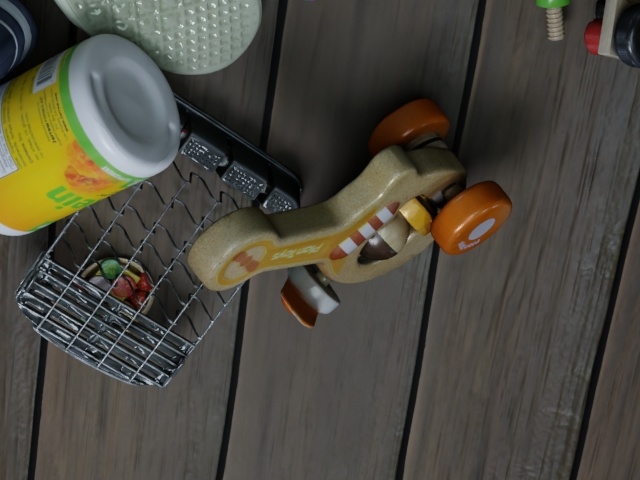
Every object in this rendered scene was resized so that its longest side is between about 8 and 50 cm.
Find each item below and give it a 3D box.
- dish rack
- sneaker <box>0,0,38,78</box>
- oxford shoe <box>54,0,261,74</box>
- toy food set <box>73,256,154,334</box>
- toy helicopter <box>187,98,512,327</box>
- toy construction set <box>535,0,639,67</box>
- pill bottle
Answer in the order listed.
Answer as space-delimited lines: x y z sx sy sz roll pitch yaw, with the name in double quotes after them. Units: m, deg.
-0.164 0.006 1.720 0.208 0.074 0.271 33 101 -19 "dish rack"
-0.397 -0.176 1.616 0.282 0.153 0.099 2 122 25 "sneaker"
-0.228 -0.304 1.559 0.449 0.130 0.169 32 104 -35 "oxford shoe"
-0.213 0.055 1.778 0.082 0.020 0.083 32 107 -20 "toy food set"
0.000 0.000 1.646 0.355 0.140 0.235 -11 149 -49 "toy helicopter"
0.359 -0.285 1.555 0.257 0.309 0.237 -11 111 -11 "toy construction set"
-0.263 -0.085 1.611 0.245 0.136 0.136 -23 118 31 "pill bottle"
